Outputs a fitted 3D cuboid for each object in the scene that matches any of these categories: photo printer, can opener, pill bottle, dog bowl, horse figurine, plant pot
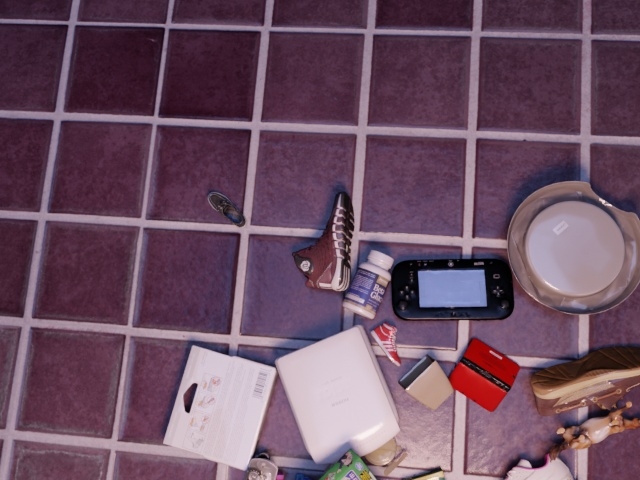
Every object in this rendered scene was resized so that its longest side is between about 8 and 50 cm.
[{"bbox_3d":[0.049,0.405,1.713,0.255,0.107,0.308,-22,73,1],"label":"photo printer"},{"bbox_3d":[-0.170,0.689,1.718,0.075,0.095,0.284,14,94,7],"label":"can opener"},{"bbox_3d":[0.132,0.116,1.776,0.094,0.094,0.170,23,83,9],"label":"pill bottle"},{"bbox_3d":[0.655,0.024,1.740,0.348,0.102,0.349,-1,79,5],"label":"dog bowl"},{"bbox_3d":[0.676,0.469,1.641,0.263,0.174,0.066,-27,59,9],"label":"horse figurine"},{"bbox_3d":[0.278,0.372,1.714,0.109,0.109,0.096,-43,91,-3],"label":"plant pot"}]

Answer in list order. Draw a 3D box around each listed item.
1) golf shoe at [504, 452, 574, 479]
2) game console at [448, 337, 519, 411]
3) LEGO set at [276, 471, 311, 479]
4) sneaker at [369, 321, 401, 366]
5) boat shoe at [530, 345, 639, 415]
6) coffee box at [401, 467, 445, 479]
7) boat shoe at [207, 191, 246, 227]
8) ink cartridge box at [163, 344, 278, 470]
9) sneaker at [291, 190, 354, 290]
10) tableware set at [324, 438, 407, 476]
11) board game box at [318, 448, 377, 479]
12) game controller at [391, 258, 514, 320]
[{"bbox_3d":[0.482,0.629,1.651,0.306,0.115,0.140,-19,68,-5],"label":"golf shoe"},{"bbox_3d":[0.427,0.351,1.746,0.144,0.085,0.124,32,53,10],"label":"game console"},{"bbox_3d":[-0.044,0.652,1.663,0.087,0.227,0.093,11,84,-32],"label":"LEGO set"},{"bbox_3d":[0.192,0.271,1.768,0.067,0.042,0.118,-38,76,1],"label":"sneaker"},{"bbox_3d":[0.703,0.364,1.680,0.341,0.123,0.123,-15,108,-5],"label":"boat shoe"},{"bbox_3d":[0.284,0.685,1.683,0.113,0.040,0.184,-16,78,2],"label":"coffee box"},{"bbox_3d":[-0.264,-0.090,1.880,0.142,0.040,0.049,40,86,11],"label":"boat shoe"},{"bbox_3d":[-0.262,0.441,1.772,0.238,0.060,0.275,15,82,9],"label":"ink cartridge box"},{"bbox_3d":[0.000,0.000,1.811,0.162,0.106,0.282,-4,67,22],"label":"sneaker"},{"bbox_3d":[0.116,0.576,1.720,0.194,0.039,0.128,-43,63,-9],"label":"tableware set"},{"bbox_3d":[0.079,0.678,1.588,0.213,0.046,0.317,-41,117,-16],"label":"board game box"},{"bbox_3d":[0.348,0.131,1.768,0.318,0.067,0.167,-1,79,5],"label":"game controller"}]
